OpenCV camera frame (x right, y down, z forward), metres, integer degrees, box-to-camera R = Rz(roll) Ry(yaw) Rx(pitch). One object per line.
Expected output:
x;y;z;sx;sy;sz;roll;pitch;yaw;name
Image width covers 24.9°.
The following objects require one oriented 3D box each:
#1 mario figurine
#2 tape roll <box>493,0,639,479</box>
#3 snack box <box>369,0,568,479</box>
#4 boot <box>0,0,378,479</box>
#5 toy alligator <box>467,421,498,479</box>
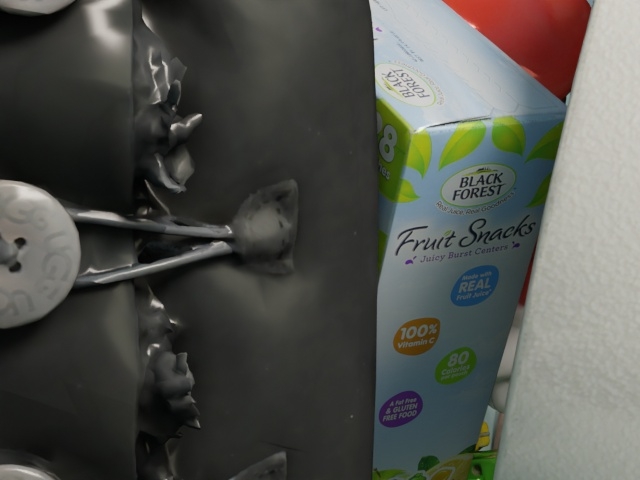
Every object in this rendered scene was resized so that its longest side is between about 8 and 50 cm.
0.065;-0.023;0.793;0.170;0.198;0.320;-53;141;-25;mario figurine
0.143;0.005;0.591;0.392;0.072;0.392;12;90;-75;tape roll
0.000;0.000;0.562;0.070;0.174;0.207;-8;126;-28;snack box
-0.157;-0.061;0.403;0.146;0.367;0.445;-120;-148;-69;boot
0.081;0.114;0.689;0.190;0.051;0.056;17;66;-75;toy alligator
